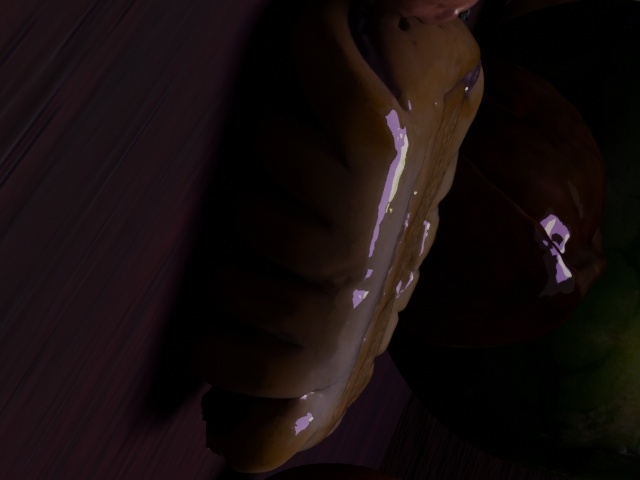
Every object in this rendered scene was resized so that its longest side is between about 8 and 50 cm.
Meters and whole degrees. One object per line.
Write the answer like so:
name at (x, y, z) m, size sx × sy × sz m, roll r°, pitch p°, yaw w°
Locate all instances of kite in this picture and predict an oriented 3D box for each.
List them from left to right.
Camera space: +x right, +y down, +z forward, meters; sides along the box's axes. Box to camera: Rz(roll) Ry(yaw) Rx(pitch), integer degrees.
kite at (0.125, -0.182, 1.120) m, size 0.122 × 0.004 × 0.090 m, roll 78°, pitch 33°, yaw -74°

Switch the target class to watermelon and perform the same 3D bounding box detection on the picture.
watermelon at (0.200, -0.005, 0.927) m, size 0.363 × 0.363 × 0.363 m, roll 21°, pitch 90°, yaw -81°

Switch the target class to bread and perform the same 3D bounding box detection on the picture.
bread at (0.000, 0.000, 0.544) m, size 0.134 × 0.081 × 0.225 m, roll -34°, pitch 146°, yaw -66°

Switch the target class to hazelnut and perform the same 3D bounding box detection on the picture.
hazelnut at (0.083, -0.022, 0.685) m, size 0.202 × 0.170 × 0.160 m, roll -131°, pitch -120°, yaw -84°

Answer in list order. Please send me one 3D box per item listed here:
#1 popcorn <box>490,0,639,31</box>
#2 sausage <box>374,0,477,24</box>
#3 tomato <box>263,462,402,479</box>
popcorn at (0.305, -0.122, 1.370) m, size 0.344 × 0.354 × 0.390 m, roll -45°, pitch 121°, yaw -15°
sausage at (0.044, -0.176, 0.375) m, size 0.289 × 0.086 × 0.086 m, roll 96°, pitch 17°, yaw -62°
tomato at (0.011, 0.286, 0.802) m, size 0.270 × 0.227 × 0.270 m, roll 23°, pitch 90°, yaw -79°
